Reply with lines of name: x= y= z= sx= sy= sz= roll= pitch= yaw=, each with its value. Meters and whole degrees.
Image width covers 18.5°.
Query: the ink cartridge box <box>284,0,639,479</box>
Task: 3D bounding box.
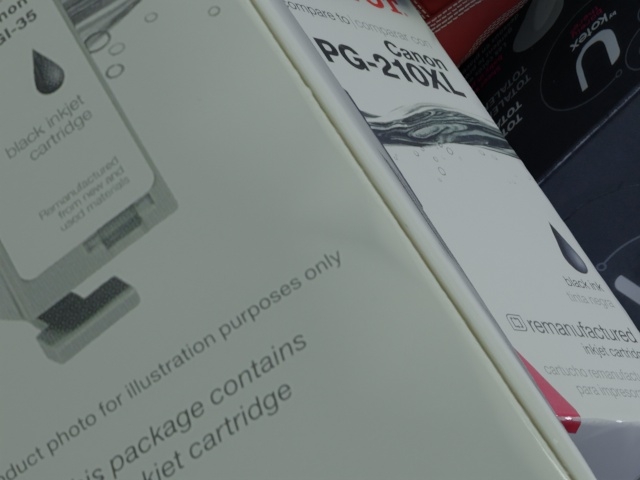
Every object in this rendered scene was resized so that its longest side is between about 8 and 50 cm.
ink cartridge box: x=0.000 y=0.000 z=0.710 sx=0.172 sy=0.100 sz=0.237 roll=8 pitch=42 yaw=-49

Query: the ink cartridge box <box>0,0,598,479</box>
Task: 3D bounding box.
ink cartridge box: x=-0.029 y=0.017 z=0.486 sx=0.283 sy=0.117 sz=0.207 roll=58 pitch=2 yaw=30

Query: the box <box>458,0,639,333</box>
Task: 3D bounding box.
box: x=0.145 y=-0.078 z=0.948 sx=0.143 sy=0.165 sz=0.270 roll=32 pitch=30 yaw=-23

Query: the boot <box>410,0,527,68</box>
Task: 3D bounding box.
boot: x=0.042 y=-0.177 z=0.932 sx=0.088 sy=0.176 sz=0.244 roll=29 pitch=30 yaw=-42
